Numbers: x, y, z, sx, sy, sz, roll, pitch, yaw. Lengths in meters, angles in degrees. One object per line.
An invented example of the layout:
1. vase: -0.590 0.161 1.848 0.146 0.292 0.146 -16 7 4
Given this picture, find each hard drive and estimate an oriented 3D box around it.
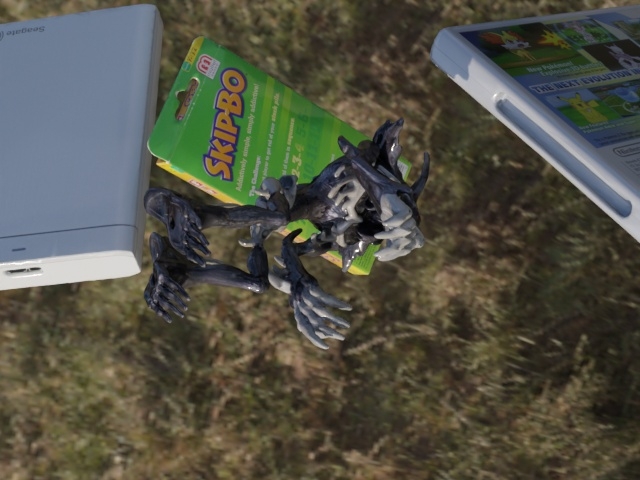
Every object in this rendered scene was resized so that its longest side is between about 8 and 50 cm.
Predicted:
1. hard drive: -0.295 -0.105 1.419 0.233 0.047 0.353 -6 51 8

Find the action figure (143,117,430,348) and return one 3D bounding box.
1. action figure: 0.000 0.000 1.031 0.141 0.275 0.164 54 139 31

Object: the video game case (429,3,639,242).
1. video game case: 0.297 -0.093 1.070 0.300 0.329 0.036 47 133 31

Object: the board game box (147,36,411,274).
1. board game box: -0.038 -0.078 1.252 0.039 0.259 0.124 -1 63 58
